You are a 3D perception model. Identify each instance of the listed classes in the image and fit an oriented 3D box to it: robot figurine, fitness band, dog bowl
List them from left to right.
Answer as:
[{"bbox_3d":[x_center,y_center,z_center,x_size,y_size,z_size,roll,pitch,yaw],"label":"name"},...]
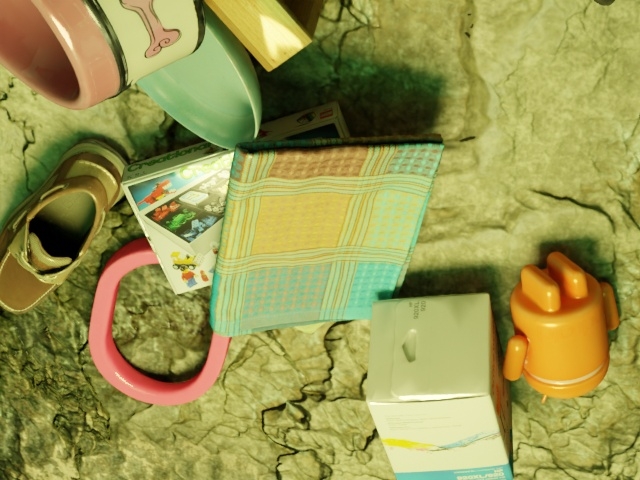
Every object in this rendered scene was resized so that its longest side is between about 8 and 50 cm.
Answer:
[{"bbox_3d":[-0.319,-0.313,1.498,0.408,0.150,0.408,40,163,15],"label":"dog bowl"},{"bbox_3d":[-0.233,0.123,2.036,0.209,0.054,0.291,16,126,-1],"label":"fitness band"},{"bbox_3d":[0.325,0.125,1.891,0.128,0.158,0.219,5,129,27],"label":"robot figurine"}]

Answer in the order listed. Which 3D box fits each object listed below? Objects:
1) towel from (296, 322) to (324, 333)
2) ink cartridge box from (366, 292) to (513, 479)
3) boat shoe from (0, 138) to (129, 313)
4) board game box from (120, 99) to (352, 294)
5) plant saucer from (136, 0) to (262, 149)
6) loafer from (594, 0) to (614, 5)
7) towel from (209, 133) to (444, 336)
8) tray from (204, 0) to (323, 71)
[{"bbox_3d":[-0.040,0.069,1.978,0.148,0.027,0.110,34,123,-15],"label":"towel"},{"bbox_3d":[0.169,0.209,1.919,0.168,0.171,0.233,-6,141,13],"label":"ink cartridge box"},{"bbox_3d":[-0.380,-0.003,1.930,0.123,0.116,0.324,29,125,-11],"label":"boat shoe"},{"bbox_3d":[-0.088,-0.053,1.856,0.305,0.053,0.193,-16,122,11],"label":"board game box"},{"bbox_3d":[-0.179,-0.243,1.666,0.317,0.044,0.318,39,161,17],"label":"plant saucer"},{"bbox_3d":[0.279,-0.365,1.580,0.220,0.080,0.078,38,114,-23],"label":"loafer"},{"bbox_3d":[0.000,0.000,1.805,0.271,0.040,0.370,-4,143,-14],"label":"towel"},{"bbox_3d":[-0.154,-0.397,1.546,0.076,0.203,0.411,-33,115,27],"label":"tray"}]
